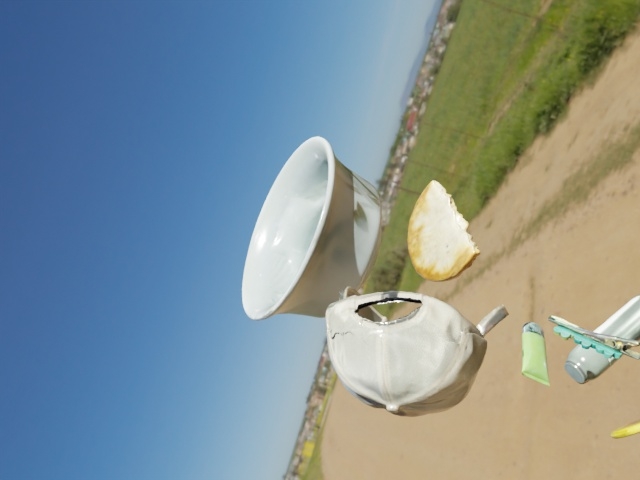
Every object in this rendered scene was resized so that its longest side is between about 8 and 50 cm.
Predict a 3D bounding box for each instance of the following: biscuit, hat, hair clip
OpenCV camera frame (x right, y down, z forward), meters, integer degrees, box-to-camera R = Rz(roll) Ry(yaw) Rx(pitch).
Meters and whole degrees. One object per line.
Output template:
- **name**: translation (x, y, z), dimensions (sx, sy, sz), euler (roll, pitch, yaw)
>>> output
- **biscuit**: translation (0.314, -0.003, 1.771), dimensions (0.205, 0.040, 0.309), euler (-56, 33, 30)
- **hat**: translation (0.121, 0.145, 0.884), dimensions (0.275, 0.232, 0.161), euler (10, -90, -70)
- **hair clip**: translation (0.494, 0.181, 1.205), dimensions (0.049, 0.173, 0.049), euler (-19, -62, -42)

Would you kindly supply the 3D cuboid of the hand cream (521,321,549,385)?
- **hand cream**: translation (0.588, 0.308, 1.818), dimensions (0.046, 0.095, 0.175), euler (-45, 26, 48)

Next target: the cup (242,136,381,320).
- **cup**: translation (0.000, 0.000, 1.209), dimensions (0.347, 0.163, 0.347), euler (-50, 29, 42)

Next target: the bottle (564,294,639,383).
- **bottle**: translation (0.656, 0.225, 1.481), dimensions (0.253, 0.079, 0.096), euler (-35, -53, -15)

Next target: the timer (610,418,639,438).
- **timer**: translation (0.789, 0.317, 1.319), dimensions (0.376, 0.386, 0.376), euler (-20, -90, -85)
